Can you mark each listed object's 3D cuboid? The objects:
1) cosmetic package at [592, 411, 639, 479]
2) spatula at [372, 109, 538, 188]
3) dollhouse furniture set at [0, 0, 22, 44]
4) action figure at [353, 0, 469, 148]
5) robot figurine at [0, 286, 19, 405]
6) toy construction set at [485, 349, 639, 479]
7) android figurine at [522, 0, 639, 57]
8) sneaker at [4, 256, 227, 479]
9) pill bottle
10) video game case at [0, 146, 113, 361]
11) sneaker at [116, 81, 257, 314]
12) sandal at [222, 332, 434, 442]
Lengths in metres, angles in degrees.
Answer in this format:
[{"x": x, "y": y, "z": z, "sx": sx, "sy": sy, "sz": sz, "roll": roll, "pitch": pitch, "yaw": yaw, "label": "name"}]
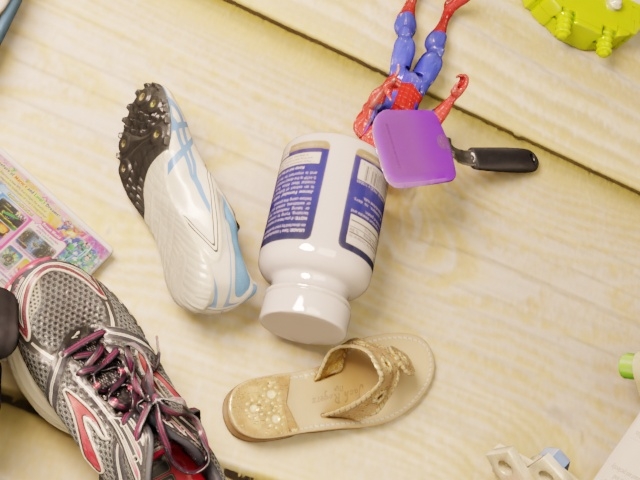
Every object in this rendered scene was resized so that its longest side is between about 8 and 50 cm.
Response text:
[{"x": 0.264, "y": 0.352, "z": 0.844, "sx": 0.156, "sy": 0.217, "sz": 0.385, "roll": 35, "pitch": 88, "yaw": -10, "label": "cosmetic package"}, {"x": 0.157, "y": -0.093, "z": 1.088, "sx": 0.296, "sy": 0.030, "sz": 0.084, "roll": 0, "pitch": 70, "yaw": -51, "label": "spatula"}, {"x": -0.411, "y": -0.217, "z": 0.829, "sx": 0.286, "sy": 0.198, "sz": 0.303, "roll": 25, "pitch": 62, "yaw": -15, "label": "dollhouse furniture set"}, {"x": 0.113, "y": -0.195, "z": 1.102, "sx": 0.091, "sy": 0.139, "sz": 0.280, "roll": 26, "pitch": 65, "yaw": -13, "label": "action figure"}, {"x": -0.374, "y": 0.062, "z": 0.761, "sx": 0.278, "sy": 0.173, "sz": 0.209, "roll": 13, "pitch": 63, "yaw": -20, "label": "robot figurine"}, {"x": 0.330, "y": 0.218, "z": 1.037, "sx": 0.327, "sy": 0.151, "sz": 0.215, "roll": -29, "pitch": 109, "yaw": -23, "label": "toy construction set"}, {"x": 0.345, "y": -0.357, "z": 1.313, "sx": 0.248, "sy": 0.056, "sz": 0.273, "roll": 21, "pitch": 62, "yaw": -17, "label": "android figurine"}, {"x": -0.159, "y": 0.140, "z": 0.859, "sx": 0.121, "sy": 0.112, "sz": 0.299, "roll": -33, "pitch": 89, "yaw": -31, "label": "sneaker"}, {"x": 0.000, "y": 0.000, "z": 0.987, "sx": 0.112, "sy": 0.112, "sz": 0.187, "roll": 20, "pitch": 64, "yaw": -17, "label": "pill bottle"}, {"x": -0.290, "y": 0.005, "z": 0.906, "sx": 0.157, "sy": 0.019, "sz": 0.143, "roll": 42, "pitch": 60, "yaw": -4, "label": "video game case"}, {"x": -0.128, "y": -0.040, "z": 0.970, "sx": 0.086, "sy": 0.085, "sz": 0.237, "roll": 0, "pitch": 65, "yaw": -52, "label": "sneaker"}, {"x": 0.029, "y": 0.137, "z": 0.969, "sx": 0.240, "sy": 0.079, "sz": 0.088, "roll": -11, "pitch": 77, "yaw": -28, "label": "sandal"}]
